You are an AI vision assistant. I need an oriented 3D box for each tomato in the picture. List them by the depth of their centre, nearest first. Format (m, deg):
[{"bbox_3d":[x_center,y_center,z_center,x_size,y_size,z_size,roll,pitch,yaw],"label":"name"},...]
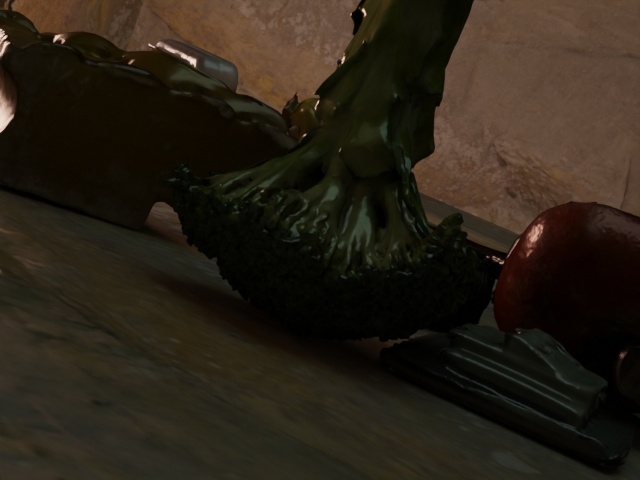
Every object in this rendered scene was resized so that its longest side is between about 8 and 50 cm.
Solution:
[{"bbox_3d":[0.269,0.076,1.124,0.236,0.237,0.095,22,48,3],"label":"tomato"}]

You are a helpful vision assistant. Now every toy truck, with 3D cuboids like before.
[{"bbox_3d":[0.093,0.023,1.355,0.121,0.088,0.259,17,7,-33],"label":"toy truck"}]

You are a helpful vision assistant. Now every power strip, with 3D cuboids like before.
[{"bbox_3d":[0.174,0.110,1.028,0.213,0.065,0.198,24,10,16],"label":"power strip"}]

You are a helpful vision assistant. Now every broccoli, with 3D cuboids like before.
[{"bbox_3d":[0.066,-0.079,1.013,0.252,0.361,0.221,40,-10,4],"label":"broccoli"}]

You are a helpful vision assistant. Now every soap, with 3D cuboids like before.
[{"bbox_3d":[-0.217,-0.131,1.279,0.304,0.169,0.338,18,9,-25],"label":"soap"}]

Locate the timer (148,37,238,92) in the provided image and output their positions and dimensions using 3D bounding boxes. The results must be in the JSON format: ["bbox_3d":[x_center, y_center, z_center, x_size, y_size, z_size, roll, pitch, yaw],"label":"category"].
[{"bbox_3d":[-0.186,-0.161,1.547,0.078,0.178,0.253,12,9,-23],"label":"timer"}]

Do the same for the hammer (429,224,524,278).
[{"bbox_3d":[0.252,0.041,1.714,0.242,0.095,0.408,27,-6,-38],"label":"hammer"}]

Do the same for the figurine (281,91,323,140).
[{"bbox_3d":[-0.025,-0.087,1.435,0.131,0.156,0.246,11,35,37],"label":"figurine"}]

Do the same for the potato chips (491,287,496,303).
[{"bbox_3d":[0.280,0.109,1.290,0.220,0.029,0.202,31,-13,13],"label":"potato chips"}]

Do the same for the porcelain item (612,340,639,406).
[{"bbox_3d":[0.345,0.161,1.050,0.213,0.054,0.084,32,2,-1],"label":"porcelain item"}]
